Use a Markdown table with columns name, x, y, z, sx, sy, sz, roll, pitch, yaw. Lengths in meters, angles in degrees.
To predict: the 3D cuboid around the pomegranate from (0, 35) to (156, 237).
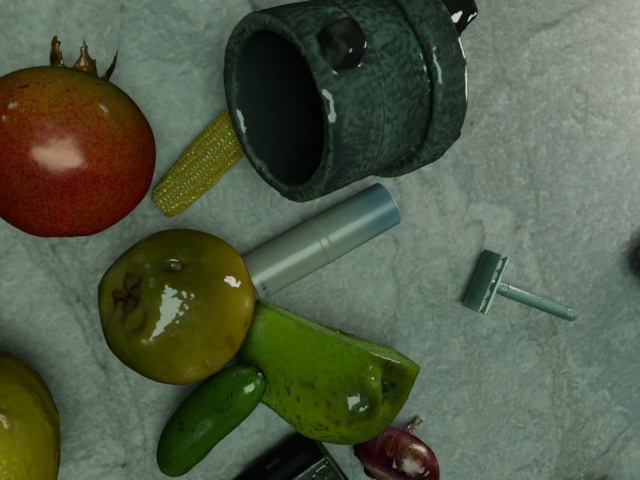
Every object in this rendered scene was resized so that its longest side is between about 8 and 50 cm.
| name | x | y | z | sx | sy | sz | roll | pitch | yaw |
| --- | --- | --- | --- | --- | --- | --- | --- | --- | --- |
| pomegranate | -0.322 | -0.129 | 0.758 | 0.221 | 0.221 | 0.256 | 8 | 81 | -17 |

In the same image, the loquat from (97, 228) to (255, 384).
| name | x | y | z | sx | sy | sz | roll | pitch | yaw |
| --- | --- | --- | --- | --- | --- | --- | --- | --- | --- |
| loquat | -0.185 | 0.093 | 0.850 | 0.246 | 0.213 | 0.213 | 20 | 95 | -61 |

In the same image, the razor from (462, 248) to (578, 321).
| name | x | y | z | sx | sy | sz | roll | pitch | yaw |
| --- | --- | --- | --- | --- | --- | --- | --- | --- | --- |
| razor | 0.369 | 0.101 | 1.073 | 0.232 | 0.068 | 0.106 | 19 | 95 | -23 |

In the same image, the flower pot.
| name | x | y | z | sx | sy | sz | roll | pitch | yaw |
| --- | --- | --- | --- | --- | --- | --- | --- | --- | --- |
| flower pot | 0.047 | -0.221 | 0.797 | 0.283 | 0.299 | 0.298 | -22 | 106 | -30 |

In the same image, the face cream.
| name | x | y | z | sx | sy | sz | roll | pitch | yaw |
| --- | --- | --- | --- | --- | --- | --- | --- | --- | --- |
| face cream | 0.000 | 0.000 | 0.938 | 0.250 | 0.077 | 0.077 | -28 | 106 | -8 |

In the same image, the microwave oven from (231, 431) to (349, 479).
| name | x | y | z | sx | sy | sz | roll | pitch | yaw |
| --- | --- | --- | --- | --- | --- | --- | --- | --- | --- |
| microwave oven | -0.050 | 0.432 | 0.974 | 0.205 | 0.129 | 0.163 | -36 | 108 | -8 |

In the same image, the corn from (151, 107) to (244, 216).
| name | x | y | z | sx | sy | sz | roll | pitch | yaw |
| --- | --- | --- | --- | --- | --- | --- | --- | --- | --- |
| corn | -0.163 | -0.119 | 0.879 | 0.206 | 0.067 | 0.067 | -45 | 108 | -1 |

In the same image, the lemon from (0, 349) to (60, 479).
| name | x | y | z | sx | sy | sz | roll | pitch | yaw |
| --- | --- | --- | --- | --- | --- | --- | --- | --- | --- |
| lemon | -0.462 | 0.276 | 0.771 | 0.245 | 0.245 | 0.319 | -4 | 107 | -15 |

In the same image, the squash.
| name | x | y | z | sx | sy | sz | roll | pitch | yaw |
| --- | --- | --- | --- | --- | --- | --- | --- | --- | --- |
| squash | -0.171 | 0.263 | 0.876 | 0.082 | 0.082 | 0.292 | 28 | 127 | -18 |

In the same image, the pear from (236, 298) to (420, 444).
| name | x | y | z | sx | sy | sz | roll | pitch | yaw |
| --- | --- | --- | --- | --- | --- | --- | --- | --- | --- |
| pear | 0.019 | 0.215 | 0.898 | 0.293 | 0.292 | 0.159 | 23 | 83 | -18 |

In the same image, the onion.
| name | x | y | z | sx | sy | sz | roll | pitch | yaw |
| --- | --- | --- | --- | --- | --- | --- | --- | --- | --- |
| onion | 0.141 | 0.351 | 1.030 | 0.150 | 0.150 | 0.140 | 46 | 55 | -18 |
